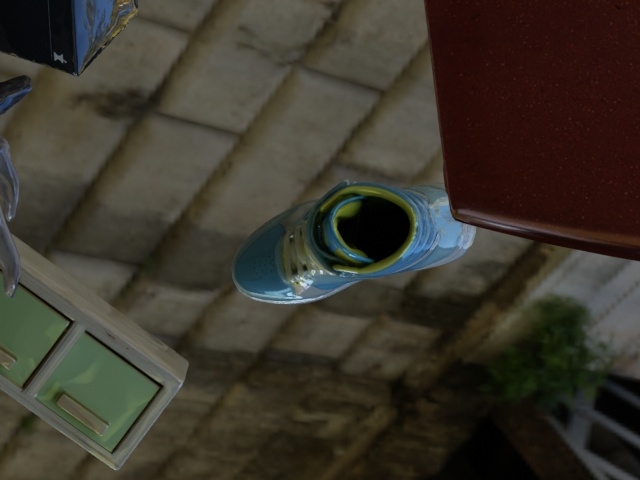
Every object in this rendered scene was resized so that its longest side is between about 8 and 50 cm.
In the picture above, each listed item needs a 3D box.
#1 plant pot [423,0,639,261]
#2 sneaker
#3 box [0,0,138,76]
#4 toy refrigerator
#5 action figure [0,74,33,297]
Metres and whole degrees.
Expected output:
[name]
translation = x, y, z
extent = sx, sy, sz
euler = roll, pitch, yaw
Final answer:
[plant pot]
translation = 0.176, -0.126, 0.739
extent = 0.267, 0.235, 0.267
euler = -66, 149, -72
[sneaker]
translation = 0.000, 0.000, 1.657
extent = 0.319, 0.208, 0.127
euler = -18, -97, 25
[box]
translation = -0.226, -0.264, 0.973
extent = 0.184, 0.103, 0.261
euler = 20, -47, 15
[toy refrigerator]
translation = -0.256, 0.079, 1.272
extent = 0.102, 0.269, 0.094
euler = -52, -174, 5
[action figure]
translation = -0.369, -0.063, 0.970
extent = 0.341, 0.330, 0.178
euler = -108, -153, -58
